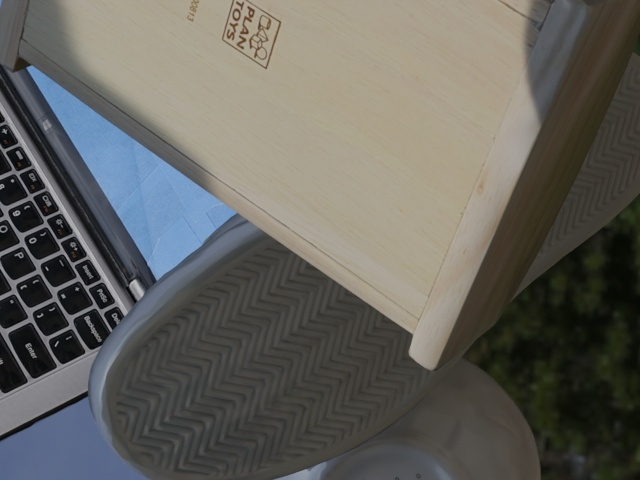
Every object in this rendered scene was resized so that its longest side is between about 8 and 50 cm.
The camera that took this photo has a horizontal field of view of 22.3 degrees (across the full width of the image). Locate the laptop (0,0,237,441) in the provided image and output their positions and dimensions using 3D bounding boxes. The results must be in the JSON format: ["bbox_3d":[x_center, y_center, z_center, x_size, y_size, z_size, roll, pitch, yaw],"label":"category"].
[{"bbox_3d":[-0.226,-0.097,1.072,0.407,0.382,0.236,-27,-16,-24],"label":"laptop"}]

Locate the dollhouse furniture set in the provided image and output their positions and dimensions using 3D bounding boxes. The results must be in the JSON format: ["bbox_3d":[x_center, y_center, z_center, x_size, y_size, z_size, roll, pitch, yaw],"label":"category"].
[{"bbox_3d":[0.075,-0.154,0.580,0.303,0.198,0.286,-33,-29,-47],"label":"dollhouse furniture set"}]

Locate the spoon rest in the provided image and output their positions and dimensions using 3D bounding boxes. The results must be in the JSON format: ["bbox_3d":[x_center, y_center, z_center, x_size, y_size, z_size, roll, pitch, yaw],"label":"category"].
[{"bbox_3d":[-0.006,0.171,0.743,0.276,0.137,0.084,-57,3,1],"label":"spoon rest"}]

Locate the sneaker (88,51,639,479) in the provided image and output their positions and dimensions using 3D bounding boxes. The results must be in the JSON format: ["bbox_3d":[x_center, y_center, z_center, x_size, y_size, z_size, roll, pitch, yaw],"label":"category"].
[{"bbox_3d":[0.000,0.000,0.741,0.292,0.169,0.108,-32,-66,-23],"label":"sneaker"}]
